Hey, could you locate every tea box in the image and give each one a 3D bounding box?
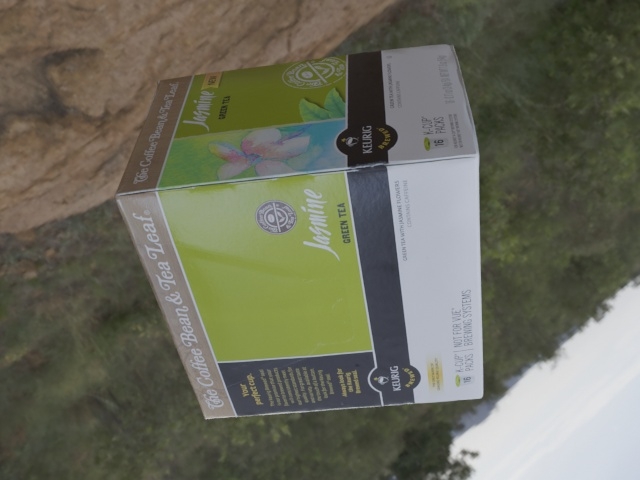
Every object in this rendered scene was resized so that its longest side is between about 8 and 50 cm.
[{"bbox_3d":[0.000,0.000,0.824,0.323,0.220,0.329,-6,130,6],"label":"tea box"}]
